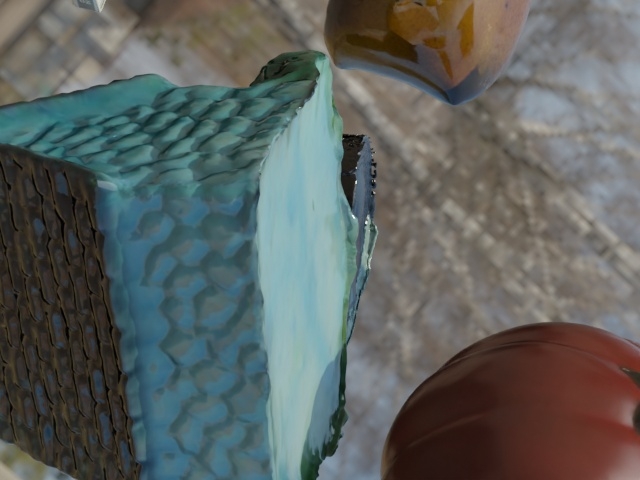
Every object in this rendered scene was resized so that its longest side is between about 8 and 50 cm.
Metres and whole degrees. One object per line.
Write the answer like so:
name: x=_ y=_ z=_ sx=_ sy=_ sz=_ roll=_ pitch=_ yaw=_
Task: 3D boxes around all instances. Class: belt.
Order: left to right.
belt: x=0.000 y=0.000 z=1.511 sx=0.151 sy=0.078 sz=0.198 roll=-67 pitch=163 yaw=-58

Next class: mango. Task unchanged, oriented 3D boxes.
mango: x=0.119 y=-0.270 z=1.664 sx=0.153 sy=0.201 sz=0.287 roll=12 pitch=-94 yaw=33

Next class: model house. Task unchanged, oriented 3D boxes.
model house: x=-0.112 y=0.029 z=1.118 sx=0.241 sy=0.261 sz=0.226 roll=1 pitch=-153 yaw=10

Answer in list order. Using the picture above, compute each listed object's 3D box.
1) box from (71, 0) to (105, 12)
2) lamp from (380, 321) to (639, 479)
box: x=-0.172 y=-0.262 z=1.294 sx=0.198 sy=0.029 sz=0.109 roll=73 pitch=32 yaw=-64
lamp: x=0.168 y=0.202 z=1.182 sx=0.257 sy=0.303 sz=0.303 roll=-22 pitch=-157 yaw=30
